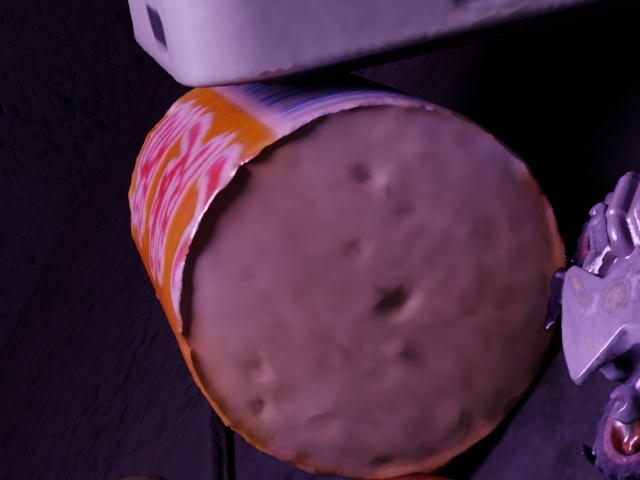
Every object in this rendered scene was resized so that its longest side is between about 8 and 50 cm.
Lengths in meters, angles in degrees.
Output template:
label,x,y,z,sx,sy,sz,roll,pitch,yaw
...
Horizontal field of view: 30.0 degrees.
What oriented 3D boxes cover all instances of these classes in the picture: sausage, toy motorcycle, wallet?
label,x,y,z,sx,sy,sz,roll,pitch,yaw
sausage,0.000,0.000,0.795,0.233,0.233,0.287,-57,21,4
toy motorcycle,0.169,0.020,0.581,0.122,0.080,0.215,-47,18,31
wallet,-0.117,0.248,1.017,0.124,0.025,0.244,-52,22,20

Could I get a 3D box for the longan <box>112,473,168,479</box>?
label,x,y,z,sx,sy,sz,roll,pitch,yaw
longan,-0.128,0.259,0.791,0.198,0.198,0.212,-39,11,44

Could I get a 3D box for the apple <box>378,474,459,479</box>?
label,x,y,z,sx,sy,sz,roll,pitch,yaw
apple,0.042,0.205,0.508,0.201,0.162,0.201,-51,9,12

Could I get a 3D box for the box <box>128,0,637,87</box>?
label,x,y,z,sx,sy,sz,roll,pitch,yaw
box,0.058,-0.191,0.842,0.367,0.373,0.090,-131,29,-70
